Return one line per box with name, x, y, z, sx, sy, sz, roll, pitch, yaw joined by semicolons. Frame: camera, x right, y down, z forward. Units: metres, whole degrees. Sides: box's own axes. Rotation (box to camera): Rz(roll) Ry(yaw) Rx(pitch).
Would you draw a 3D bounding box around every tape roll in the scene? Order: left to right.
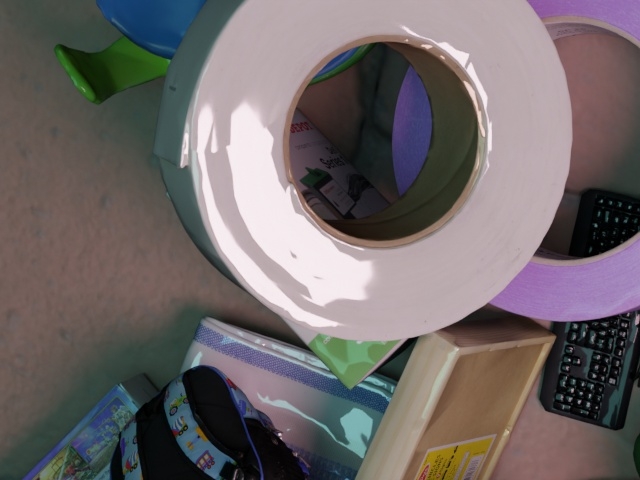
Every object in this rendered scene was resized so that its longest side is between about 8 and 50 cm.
tape roll;0.030;-0.075;1.227;0.286;0.100;0.286;-3;101;-17
tape roll;0.198;-0.076;1.344;0.275;0.090;0.274;0;90;22

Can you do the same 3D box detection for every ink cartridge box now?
ink cartridge box;0.000;0.000;1.404;0.219;0.160;0.092;47;108;6

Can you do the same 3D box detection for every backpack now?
backpack;-0.091;0.197;1.398;0.158;0.117;0.173;-45;40;15

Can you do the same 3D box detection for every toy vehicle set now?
toy vehicle set;0.087;0.188;1.397;0.035;0.166;0.266;32;107;30

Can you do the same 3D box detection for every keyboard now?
keyboard;0.239;0.060;1.397;0.100;0.038;0.192;12;102;17

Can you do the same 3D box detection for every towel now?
towel;-0.054;0.224;1.470;0.209;0.034;0.285;20;87;7

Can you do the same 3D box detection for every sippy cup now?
sippy cup;-0.069;-0.229;1.361;0.240;0.224;0.305;21;104;15

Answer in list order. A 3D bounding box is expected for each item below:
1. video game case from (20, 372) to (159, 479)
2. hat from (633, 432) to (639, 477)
video game case;-0.178;0.298;1.559;0.269;0.061;0.244;-44;84;18
hat;0.284;0.164;1.402;0.209;0.183;0.173;-10;112;-23
